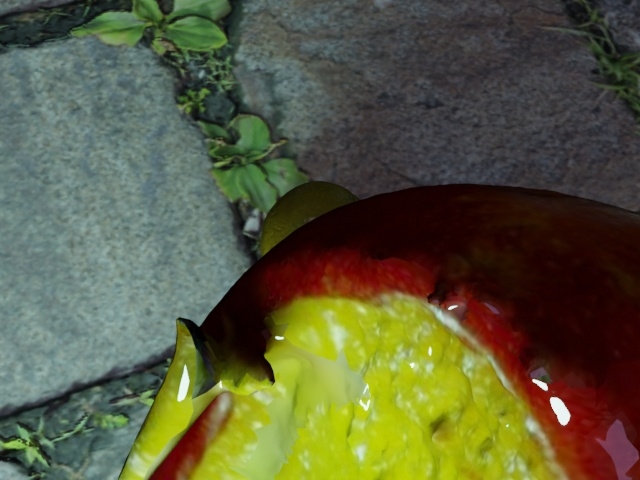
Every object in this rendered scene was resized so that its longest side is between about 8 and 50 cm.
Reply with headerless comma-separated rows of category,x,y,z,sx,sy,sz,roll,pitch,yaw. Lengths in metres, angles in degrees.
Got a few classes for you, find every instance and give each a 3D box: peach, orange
peach,0.079,0.161,0.844,0.335,0.406,0.310,25,27,29
orange,0.000,0.000,1.211,0.085,0.085,0.095,12,47,3
